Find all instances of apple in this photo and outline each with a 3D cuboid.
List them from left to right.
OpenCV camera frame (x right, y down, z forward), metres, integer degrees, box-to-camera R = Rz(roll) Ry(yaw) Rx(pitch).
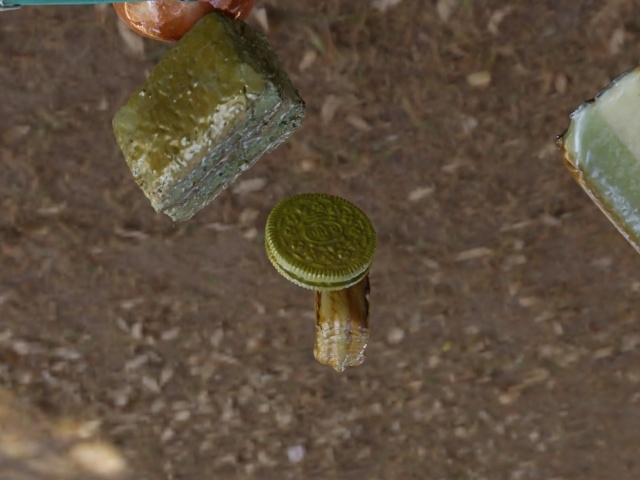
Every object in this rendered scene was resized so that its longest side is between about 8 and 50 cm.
[{"bbox_3d":[-0.140,-0.281,1.187,0.163,0.163,0.139,3,112,-22],"label":"apple"}]

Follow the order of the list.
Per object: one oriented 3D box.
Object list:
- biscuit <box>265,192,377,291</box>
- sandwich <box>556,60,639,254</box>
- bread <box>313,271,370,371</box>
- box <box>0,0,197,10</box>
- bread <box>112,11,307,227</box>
[{"bbox_3d":[0.000,0.000,0.835,0.084,0.084,0.023,-1,142,-15],"label":"biscuit"},{"bbox_3d":[0.174,0.002,0.454,0.079,0.163,0.113,-38,168,20],"label":"sandwich"},{"bbox_3d":[0.017,0.051,0.909,0.044,0.111,0.083,1,144,1],"label":"bread"},{"bbox_3d":[-0.173,-0.350,0.931,0.205,0.118,0.311,-8,141,-29],"label":"box"},{"bbox_3d":[-0.121,-0.124,1.153,0.196,0.138,0.102,-38,149,18],"label":"bread"}]
